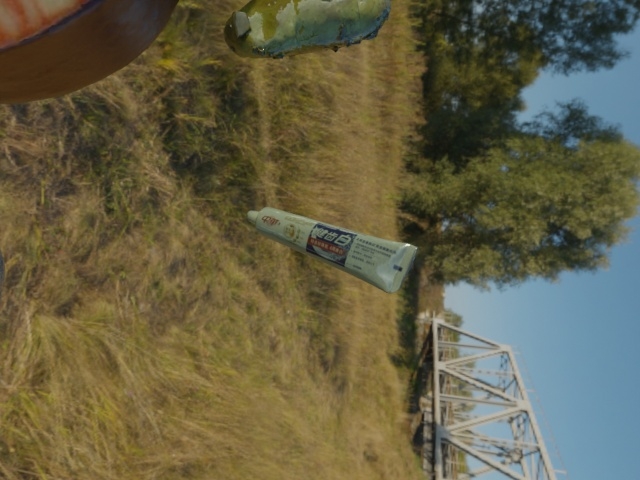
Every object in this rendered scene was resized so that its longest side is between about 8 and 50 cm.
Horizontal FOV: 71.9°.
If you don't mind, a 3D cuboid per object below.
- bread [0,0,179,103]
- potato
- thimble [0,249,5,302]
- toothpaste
[{"bbox_3d":[-0.235,-0.262,0.287,0.114,0.295,0.328,-150,-119,-80],"label":"bread"},{"bbox_3d":[-0.014,-0.283,0.561,0.117,0.225,0.090,-133,-153,-55],"label":"potato"},{"bbox_3d":[-0.467,0.058,0.464,0.245,0.217,0.157,-56,-137,33],"label":"thimble"},{"bbox_3d":[0.000,0.000,0.533,0.060,0.233,0.038,-64,150,-12],"label":"toothpaste"}]
